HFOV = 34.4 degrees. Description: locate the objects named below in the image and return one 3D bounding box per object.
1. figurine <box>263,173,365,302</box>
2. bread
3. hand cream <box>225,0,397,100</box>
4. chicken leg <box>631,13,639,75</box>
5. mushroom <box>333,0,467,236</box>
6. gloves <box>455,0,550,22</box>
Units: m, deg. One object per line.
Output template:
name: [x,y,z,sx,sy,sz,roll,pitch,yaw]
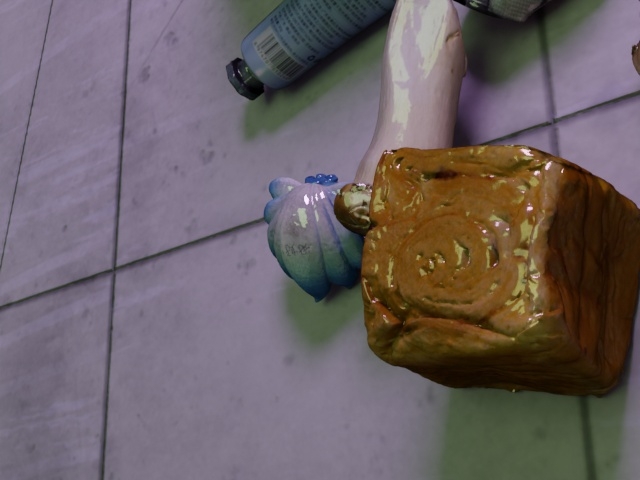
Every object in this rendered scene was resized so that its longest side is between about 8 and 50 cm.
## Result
figurine: [0.000,0.000,0.857,0.114,0.079,0.114,7,109,20]
bread: [0.122,0.021,0.692,0.158,0.143,0.149,-7,69,43]
hand cream: [0.024,-0.214,0.912,0.271,0.091,0.058,-34,23,30]
chicken leg: [0.288,-0.171,0.666,0.196,0.080,0.125,-30,44,28]
mushroom: [0.068,-0.096,0.793,0.084,0.071,0.209,10,85,19]
gloves: [0.169,-0.276,0.781,0.127,0.111,0.212,-119,44,-56]
